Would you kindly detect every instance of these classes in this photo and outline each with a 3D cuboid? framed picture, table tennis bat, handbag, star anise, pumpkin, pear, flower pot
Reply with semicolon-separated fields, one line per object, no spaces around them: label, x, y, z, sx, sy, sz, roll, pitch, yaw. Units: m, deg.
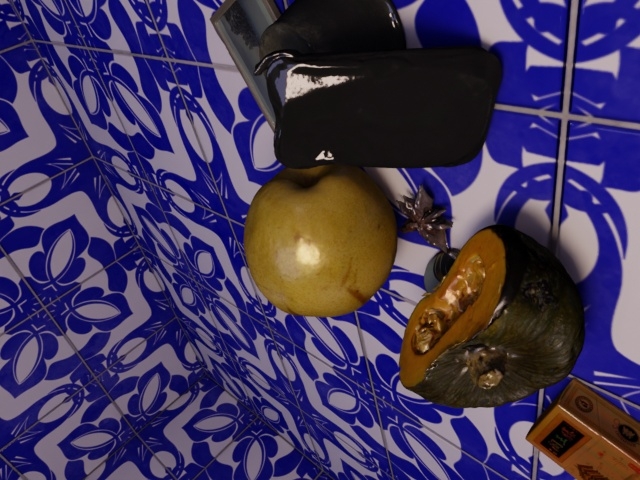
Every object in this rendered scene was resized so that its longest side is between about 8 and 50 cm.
framed picture;-0.103;-0.349;1.019;0.213;0.016;0.289;-5;118;58
table tennis bat;0.284;0.070;0.951;0.173;0.022;0.301;39;150;17
handbag;0.077;-0.186;0.736;0.331;0.075;0.192;0;138;1
star anise;0.182;-0.049;0.921;0.124;0.056;0.129;29;143;35
pumpkin;0.288;0.153;0.799;0.232;0.242;0.325;23;131;-6
pear;0.000;0.000;0.989;0.314;0.314;0.315;34;146;27
flower pot;0.001;-0.295;0.813;0.235;0.148;0.235;33;145;27

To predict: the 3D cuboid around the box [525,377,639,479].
box;0.528;0.392;0.913;0.274;0.076;0.174;36;146;25
